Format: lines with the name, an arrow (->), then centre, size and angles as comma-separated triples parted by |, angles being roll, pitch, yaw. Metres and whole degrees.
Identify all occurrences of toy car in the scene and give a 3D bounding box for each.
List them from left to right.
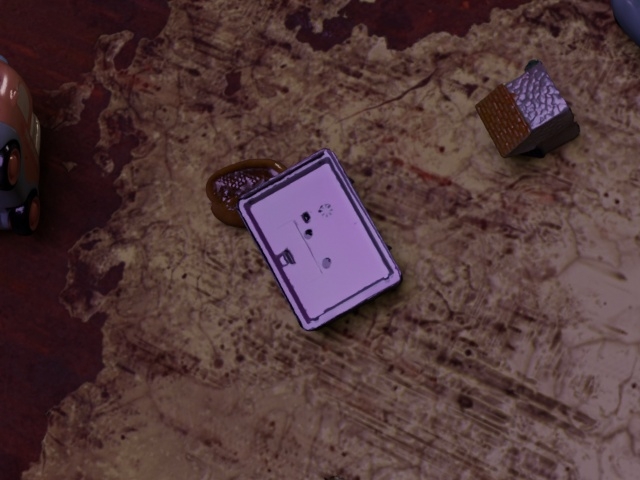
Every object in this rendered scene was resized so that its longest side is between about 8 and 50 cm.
toy car -> -0.466, -0.140, 1.894 | 0.181, 0.270, 0.212 | 6, 63, 5

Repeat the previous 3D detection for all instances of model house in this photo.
model house -> 0.253, -0.151, 1.736 | 0.100, 0.101, 0.087 | -32, 66, 9

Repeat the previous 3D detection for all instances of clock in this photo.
clock -> 0.001, -0.001, 1.757 | 0.145, 0.073, 0.193 | -29, 82, 3

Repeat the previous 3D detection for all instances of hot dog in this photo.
hot dog -> -0.080, -0.063, 1.847 | 0.140, 0.060, 0.089 | -18, 71, 20

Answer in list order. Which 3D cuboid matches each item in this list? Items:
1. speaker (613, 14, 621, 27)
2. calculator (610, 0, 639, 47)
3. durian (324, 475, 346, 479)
speaker -> 0.398, -0.275, 1.742 | 0.060, 0.075, 0.094 | -25, 76, 10
calculator -> 0.458, -0.287, 1.680 | 0.299, 0.041, 0.185 | 44, 95, -1
durian -> 0.044, 0.397, 1.602 | 0.167, 0.172, 0.306 | -19, 56, -14
